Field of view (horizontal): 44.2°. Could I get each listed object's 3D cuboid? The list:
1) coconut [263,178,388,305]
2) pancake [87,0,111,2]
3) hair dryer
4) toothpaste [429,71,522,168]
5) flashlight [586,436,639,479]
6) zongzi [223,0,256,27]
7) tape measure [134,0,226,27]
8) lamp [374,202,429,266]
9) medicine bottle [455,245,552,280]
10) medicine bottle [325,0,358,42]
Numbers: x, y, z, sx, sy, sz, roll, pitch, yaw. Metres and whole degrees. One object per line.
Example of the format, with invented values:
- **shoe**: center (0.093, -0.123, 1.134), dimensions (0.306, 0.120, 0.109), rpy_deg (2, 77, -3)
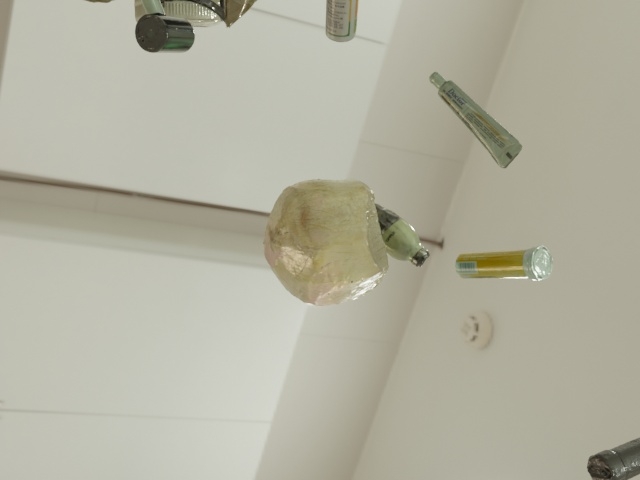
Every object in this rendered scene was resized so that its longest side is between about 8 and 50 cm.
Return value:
- **coconut**: center (0.000, 0.000, 1.815), dimensions (0.297, 0.255, 0.297), rpy_deg (167, -90, -74)
- **pancake**: center (-0.484, -0.555, 1.465), dimensions (0.294, 0.295, 0.049), rpy_deg (-34, -150, 59)
- **hair dryer**: center (-0.266, -0.387, 1.229), dimensions (0.057, 0.100, 0.197), rpy_deg (-19, -83, 22)
- **toothpaste**: center (0.317, -0.259, 1.651), dimensions (0.255, 0.037, 0.067), rpy_deg (49, -55, 16)
- **flashlight**: center (0.629, 0.422, 1.550), dimensions (0.093, 0.232, 0.092), rpy_deg (26, -59, 55)
- **zongzi**: center (-0.131, -0.361, 1.057), dimensions (0.081, 0.189, 0.178), rpy_deg (46, -61, 14)
- **tape measure**: center (-0.341, -0.635, 2.089), dimensions (0.231, 0.271, 0.132), rpy_deg (21, -68, 61)
- **lamp**: center (0.171, -0.022, 1.977), dimensions (0.250, 0.101, 0.101), rpy_deg (40, -53, 21)
- **medicine bottle**: center (0.397, 0.052, 1.730), dimensions (0.218, 0.074, 0.073), rpy_deg (-4, -102, 52)
- **medicine bottle**: center (0.040, -0.488, 1.474), dimensions (0.220, 0.061, 0.092), rpy_deg (92, -10, -47)
